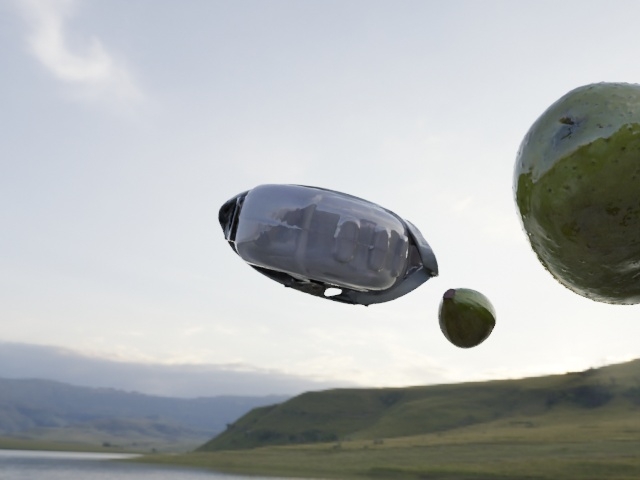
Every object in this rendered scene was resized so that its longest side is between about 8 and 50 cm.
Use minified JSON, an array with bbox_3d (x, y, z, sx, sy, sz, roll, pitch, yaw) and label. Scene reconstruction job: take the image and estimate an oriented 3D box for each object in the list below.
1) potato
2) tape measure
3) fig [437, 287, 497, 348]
[{"bbox_3d":[0.246,-0.035,0.489,0.169,0.143,0.248,-50,-43,7],"label":"potato"},{"bbox_3d":[0.000,0.000,0.647,0.236,0.120,0.197,11,-5,40],"label":"tape measure"},{"bbox_3d":[0.179,0.092,0.750,0.073,0.074,0.088,-13,-48,33],"label":"fig"}]
